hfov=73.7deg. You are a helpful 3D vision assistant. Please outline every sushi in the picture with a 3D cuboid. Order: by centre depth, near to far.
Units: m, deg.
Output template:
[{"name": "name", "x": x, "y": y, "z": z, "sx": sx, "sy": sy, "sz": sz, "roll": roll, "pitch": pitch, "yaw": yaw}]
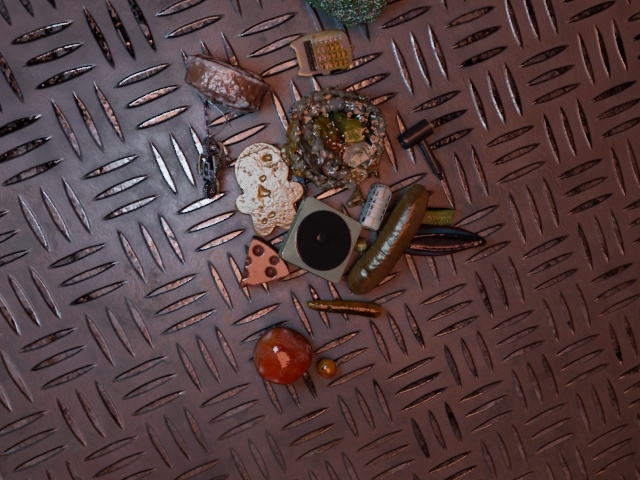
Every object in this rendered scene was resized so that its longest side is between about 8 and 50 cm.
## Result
[{"name": "sushi", "x": 0.060, "y": -0.380, "z": 1.577, "sx": 0.418, "sy": 0.176, "sz": 0.417, "roll": 0, "pitch": 90, "yaw": -14}]

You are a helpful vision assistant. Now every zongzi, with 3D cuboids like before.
[{"name": "zongzi", "x": 0.131, "y": -0.178, "z": 1.698, "sx": 0.076, "sy": 0.040, "sz": 0.083, "roll": -20, "pitch": 88, "yaw": 2}]

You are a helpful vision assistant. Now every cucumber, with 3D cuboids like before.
[{"name": "cucumber", "x": 0.441, "y": -0.102, "z": 1.743, "sx": 0.211, "sy": 0.062, "sz": 0.078, "roll": -1, "pitch": 110, "yaw": -14}]

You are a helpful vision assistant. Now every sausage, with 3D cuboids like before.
[{"name": "sausage", "x": 0.271, "y": 0.010, "z": 1.659, "sx": 0.123, "sy": 0.136, "sz": 0.500, "roll": 19, "pitch": 110, "yaw": -47}]

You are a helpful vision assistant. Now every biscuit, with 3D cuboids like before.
[{"name": "biscuit", "x": -0.204, "y": -0.195, "z": 1.632, "sx": 0.275, "sy": 0.052, "sz": 0.354, "roll": -18, "pitch": 96, "yaw": 4}]

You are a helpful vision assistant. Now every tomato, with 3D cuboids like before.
[{"name": "tomato", "x": -0.151, "y": 0.454, "z": 1.666, "sx": 0.232, "sy": 0.188, "sz": 0.231, "roll": -1, "pitch": 97, "yaw": -5}]

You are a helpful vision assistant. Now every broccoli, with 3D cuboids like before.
[{"name": "broccoli", "x": 0.098, "y": -0.898, "z": 1.515, "sx": 0.375, "sy": 0.302, "sz": 0.249, "roll": 8, "pitch": 120, "yaw": 18}]

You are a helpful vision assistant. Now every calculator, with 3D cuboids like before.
[{"name": "calculator", "x": 0.011, "y": -0.704, "z": 1.613, "sx": 0.237, "sy": 0.033, "sz": 0.157, "roll": -15, "pitch": 99, "yaw": -8}]

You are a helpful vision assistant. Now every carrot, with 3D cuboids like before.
[{"name": "carrot", "x": 0.095, "y": 0.272, "z": 1.744, "sx": 0.314, "sy": 0.066, "sz": 0.066, "roll": 6, "pitch": 97, "yaw": -5}]

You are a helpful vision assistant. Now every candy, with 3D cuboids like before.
[{"name": "candy", "x": -0.330, "y": -0.544, "z": 1.494, "sx": 0.290, "sy": 0.214, "sz": 0.157, "roll": 18, "pitch": 100, "yaw": -9}, {"name": "candy", "x": 0.087, "y": 0.016, "z": 1.716, "sx": 0.203, "sy": 0.061, "sz": 0.061, "roll": 0, "pitch": 98, "yaw": 1}]

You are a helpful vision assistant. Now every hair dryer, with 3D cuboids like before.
[{"name": "hair dryer", "x": 0.418, "y": -0.340, "z": 1.705, "sx": 0.128, "sy": 0.070, "sz": 0.255, "roll": -31, "pitch": 105, "yaw": -2}]

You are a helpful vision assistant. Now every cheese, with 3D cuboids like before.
[{"name": "cheese", "x": -0.235, "y": 0.068, "z": 1.640, "sx": 0.203, "sy": 0.128, "sz": 0.177, "roll": -15, "pitch": 97, "yaw": -1}]

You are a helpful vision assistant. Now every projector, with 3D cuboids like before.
[{"name": "projector", "x": 0.000, "y": 0.000, "z": 1.627, "sx": 0.259, "sy": 0.079, "sz": 0.257, "roll": 27, "pitch": 81, "yaw": -20}]

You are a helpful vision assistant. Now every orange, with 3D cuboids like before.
[{"name": "orange", "x": 0.027, "y": 0.525, "z": 1.755, "sx": 0.084, "sy": 0.083, "sz": 0.083, "roll": -1, "pitch": 98, "yaw": -8}]

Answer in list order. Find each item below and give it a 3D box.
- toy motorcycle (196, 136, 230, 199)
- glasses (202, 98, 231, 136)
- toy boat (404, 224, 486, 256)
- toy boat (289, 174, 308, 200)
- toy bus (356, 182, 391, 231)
[{"name": "toy motorcycle", "x": -0.391, "y": -0.270, "z": 1.580, "sx": 0.094, "sy": 0.130, "sz": 0.229, "roll": 10, "pitch": 110, "yaw": 14}, {"name": "glasses", "x": -0.377, "y": -0.454, "z": 1.577, "sx": 0.104, "sy": 0.062, "sz": 0.139, "roll": -4, "pitch": 99, "yaw": -9}, {"name": "toy boat", "x": 0.499, "y": 0.003, "z": 1.757, "sx": 0.392, "sy": 0.079, "sz": 0.136, "roll": 0, "pitch": 99, "yaw": -5}, {"name": "toy boat", "x": -0.120, "y": -0.205, "z": 1.668, "sx": 0.149, "sy": 0.034, "sz": 0.105, "roll": -1, "pitch": 99, "yaw": 6}, {"name": "toy bus", "x": 0.220, "y": -0.133, "z": 1.688, "sx": 0.087, "sy": 0.089, "sz": 0.193, "roll": 21, "pitch": 93, "yaw": -10}]
